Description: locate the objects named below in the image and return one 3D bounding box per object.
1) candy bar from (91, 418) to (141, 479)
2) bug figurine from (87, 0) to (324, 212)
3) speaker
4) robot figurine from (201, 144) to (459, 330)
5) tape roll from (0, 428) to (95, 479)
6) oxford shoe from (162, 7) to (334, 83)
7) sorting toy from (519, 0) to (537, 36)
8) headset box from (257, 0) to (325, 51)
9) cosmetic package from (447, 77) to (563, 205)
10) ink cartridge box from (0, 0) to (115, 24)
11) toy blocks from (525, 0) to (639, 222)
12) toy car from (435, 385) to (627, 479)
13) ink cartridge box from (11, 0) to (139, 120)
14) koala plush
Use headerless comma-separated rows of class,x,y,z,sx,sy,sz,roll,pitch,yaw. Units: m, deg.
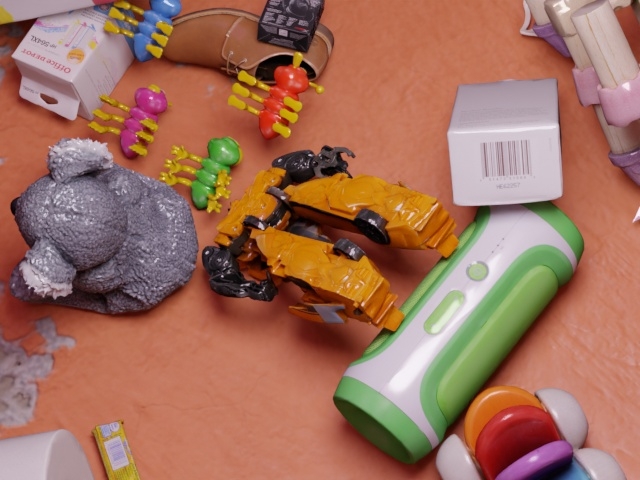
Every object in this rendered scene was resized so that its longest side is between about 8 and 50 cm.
candy bar,-0.205,0.259,1.835,0.040,0.018,0.161,-21,61,-5
bug figurine,-0.140,-0.161,1.977,0.279,0.072,0.216,33,102,22
speaker,0.146,0.086,1.797,0.131,0.131,0.296,34,73,24
robot figurine,0.000,0.000,1.843,0.291,0.085,0.211,17,63,50
tape roll,-0.315,0.318,1.697,0.169,0.246,0.246,-9,62,6
oxford shoe,-0.095,-0.221,2.021,0.212,0.076,0.076,3,48,12
sorting toy,0.270,-0.262,2.005,0.075,0.045,0.083,1,64,19
headset box,-0.032,-0.263,1.995,0.062,0.032,0.083,14,52,5
cosmetic package,0.199,-0.108,1.838,0.117,0.231,0.086,-3,105,10
ink cartridge box,-0.357,-0.407,2.052,0.384,0.160,0.279,-8,49,23
toy blocks,0.402,-0.201,1.857,0.288,0.309,0.260,-29,106,-1
toy car,0.207,0.224,1.709,0.159,0.136,0.182,-28,62,-5
ink cartridge box,-0.291,-0.221,2.056,0.092,0.090,0.143,23,69,20
koala plush,-0.249,-0.018,1.851,0.203,0.221,0.196,16,83,16
